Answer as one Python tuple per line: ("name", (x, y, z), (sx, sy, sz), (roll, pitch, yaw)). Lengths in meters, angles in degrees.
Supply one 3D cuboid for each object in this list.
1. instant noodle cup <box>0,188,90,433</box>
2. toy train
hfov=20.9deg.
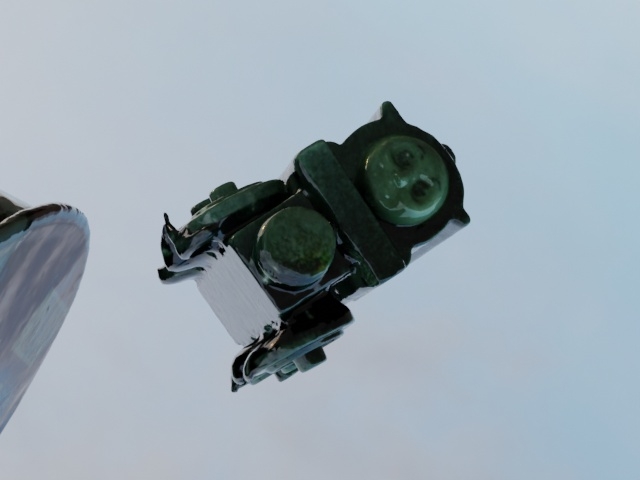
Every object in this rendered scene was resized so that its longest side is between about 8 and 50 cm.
("instant noodle cup", (-0.227, 0.038, 0.664), (0.178, 0.235, 0.235), (33, -156, 7))
("toy train", (0.000, 0.000, 0.625), (0.071, 0.111, 0.170), (56, 169, 2))
